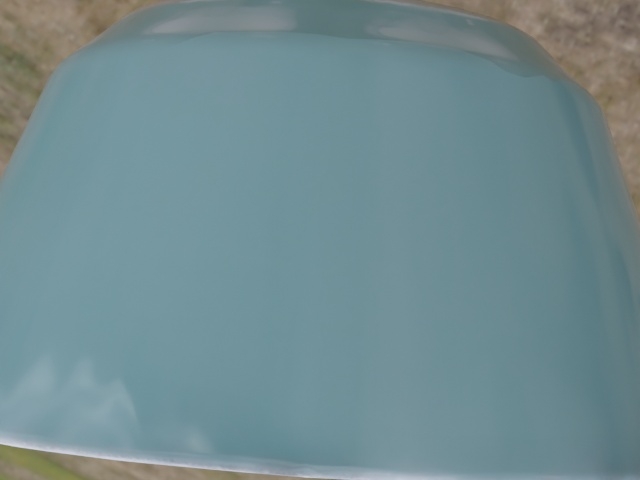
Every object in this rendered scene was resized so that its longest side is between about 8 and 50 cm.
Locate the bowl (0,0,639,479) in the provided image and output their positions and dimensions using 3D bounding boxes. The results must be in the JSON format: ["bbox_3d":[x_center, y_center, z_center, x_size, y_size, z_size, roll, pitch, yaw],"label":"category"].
[{"bbox_3d":[0.000,0.000,0.518,0.311,0.163,0.311,4,175,0],"label":"bowl"}]
